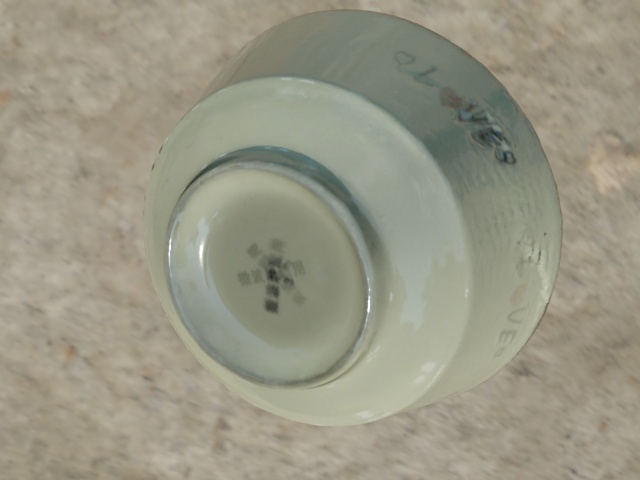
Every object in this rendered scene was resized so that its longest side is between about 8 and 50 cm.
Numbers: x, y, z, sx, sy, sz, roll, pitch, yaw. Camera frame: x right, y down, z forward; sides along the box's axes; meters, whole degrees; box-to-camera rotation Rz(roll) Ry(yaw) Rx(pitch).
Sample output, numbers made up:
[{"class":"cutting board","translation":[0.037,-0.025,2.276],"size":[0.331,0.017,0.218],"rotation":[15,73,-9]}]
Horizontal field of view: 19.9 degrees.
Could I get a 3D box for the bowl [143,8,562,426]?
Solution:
[{"class":"bowl","translation":[0.000,0.000,0.990],"size":[0.238,0.126,0.237],"rotation":[10,111,26]}]
